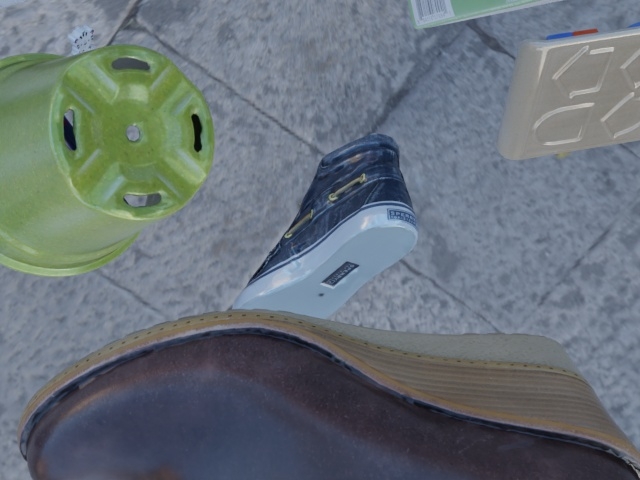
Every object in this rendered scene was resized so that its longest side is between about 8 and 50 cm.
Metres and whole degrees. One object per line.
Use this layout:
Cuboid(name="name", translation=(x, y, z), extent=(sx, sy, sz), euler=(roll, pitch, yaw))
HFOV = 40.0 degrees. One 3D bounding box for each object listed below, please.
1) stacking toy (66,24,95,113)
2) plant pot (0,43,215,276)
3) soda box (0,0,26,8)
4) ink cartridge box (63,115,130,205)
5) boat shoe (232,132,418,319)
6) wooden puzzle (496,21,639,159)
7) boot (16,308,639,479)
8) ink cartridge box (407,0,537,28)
Cuboid(name="stacking toy", translation=(-0.365, -0.223, 1.313), extent=(0.167, 0.221, 0.052), euler=(34, 147, 19))
Cuboid(name="plant pot", translation=(-0.254, -0.099, 0.975), extent=(0.276, 0.254, 0.276), euler=(3, 85, -36))
Cuboid(name="soda box", translation=(-0.438, -0.424, 1.356), extent=(0.216, 0.069, 0.074), euler=(-8, 84, 20))
Cuboid(name="ink cartridge box", translation=(-0.376, -0.077, 1.167), extent=(0.311, 0.065, 0.186), euler=(-18, 112, 46))
Cuboid(name="boat shoe", translation=(0.000, 0.000, 0.645), extent=(0.065, 0.083, 0.183), euler=(22, 139, -34))
Cuboid(name="wooden puzzle", translation=(0.517, -0.288, 1.634), extent=(0.348, 0.080, 0.322), euler=(-5, 148, -2))
Cuboid(name="boot", translation=(0.002, 0.122, 0.305), extent=(0.248, 0.207, 0.090), euler=(-5, 132, 1))
Cuboid(name="ink cartridge box", translation=(0.192, -0.184, 0.557), extent=(0.235, 0.171, 0.056), euler=(-15, 101, -15))
